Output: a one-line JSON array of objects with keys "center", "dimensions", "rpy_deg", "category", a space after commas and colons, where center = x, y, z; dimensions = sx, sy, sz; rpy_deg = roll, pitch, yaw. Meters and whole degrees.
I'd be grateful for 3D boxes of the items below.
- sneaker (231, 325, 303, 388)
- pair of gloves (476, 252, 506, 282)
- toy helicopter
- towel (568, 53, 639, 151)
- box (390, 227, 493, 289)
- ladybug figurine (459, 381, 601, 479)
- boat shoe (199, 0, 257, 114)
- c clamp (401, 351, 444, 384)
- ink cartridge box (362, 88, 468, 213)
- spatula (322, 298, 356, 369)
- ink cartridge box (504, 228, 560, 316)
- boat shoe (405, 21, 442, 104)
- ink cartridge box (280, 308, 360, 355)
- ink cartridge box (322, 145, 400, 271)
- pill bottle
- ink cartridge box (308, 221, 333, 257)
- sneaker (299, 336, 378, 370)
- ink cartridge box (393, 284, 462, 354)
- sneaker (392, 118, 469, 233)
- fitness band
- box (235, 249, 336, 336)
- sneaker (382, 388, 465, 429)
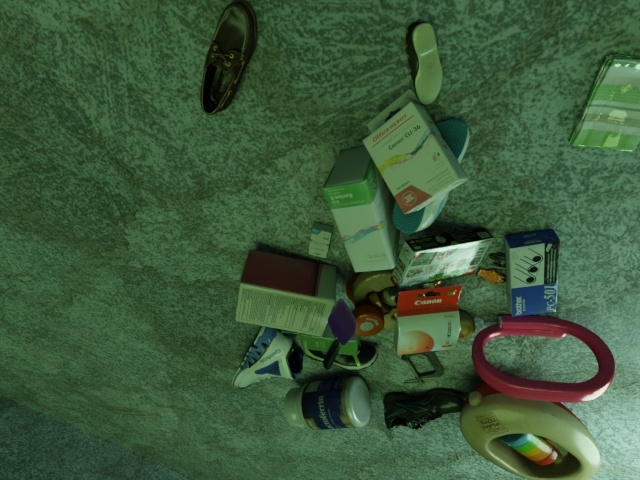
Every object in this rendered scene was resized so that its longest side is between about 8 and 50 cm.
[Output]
[{"center": [-0.158, 0.399, 1.295], "dimensions": [0.182, 0.127, 0.315], "rpy_deg": [27, 129, -3], "category": "sneaker"}, {"center": [0.409, 0.065, 0.934], "dimensions": [0.074, 0.010, 0.083], "rpy_deg": [20, 130, 0], "category": "pair of gloves"}, {"center": [0.248, 0.153, 1.003], "dimensions": [0.355, 0.140, 0.235], "rpy_deg": [25, 122, -18], "category": "toy helicopter"}, {"center": [0.497, -0.221, 0.669], "dimensions": [0.113, 0.023, 0.152], "rpy_deg": [10, 130, 10], "category": "towel"}, {"center": [0.258, 0.039, 0.867], "dimensions": [0.207, 0.036, 0.114], "rpy_deg": [-8, 134, -22], "category": "box"}, {"center": [0.585, 0.534, 1.163], "dimensions": [0.449, 0.162, 0.305], "rpy_deg": [40, 128, -17], "category": "ladybug figurine"}, {"center": [-0.173, -0.326, 0.749], "dimensions": [0.073, 0.073, 0.207], "rpy_deg": [25, 129, -3], "category": "boat shoe"}, {"center": [0.293, 0.381, 1.217], "dimensions": [0.137, 0.022, 0.161], "rpy_deg": [-13, 122, 24], "category": "c clamp"}, {"center": [0.157, -0.162, 0.728], "dimensions": [0.115, 0.067, 0.198], "rpy_deg": [-34, 79, 33], "category": "ink cartridge box"}, {"center": [0.038, 0.257, 1.024], "dimensions": [0.030, 0.084, 0.296], "rpy_deg": [-19, 145, -23], "category": "spatula"}, {"center": [0.465, 0.077, 0.897], "dimensions": [0.097, 0.046, 0.207], "rpy_deg": [-11, 125, 14], "category": "ink cartridge box"}, {"center": [0.174, -0.299, 0.690], "dimensions": [0.049, 0.042, 0.133], "rpy_deg": [-20, 124, -1], "category": "boat shoe"}, {"center": [0.007, 0.247, 1.135], "dimensions": [0.209, 0.109, 0.062], "rpy_deg": [4, 128, 13], "category": "ink cartridge box"}, {"center": [0.094, -0.064, 0.827], "dimensions": [0.093, 0.154, 0.212], "rpy_deg": [-9, 126, 24], "category": "ink cartridge box"}, {"center": [0.020, 0.539, 1.340], "dimensions": [0.264, 0.153, 0.153], "rpy_deg": [-18, 121, 28], "category": "pill bottle"}, {"center": [0.000, 0.000, 0.989], "dimensions": [0.048, 0.028, 0.083], "rpy_deg": [15, 130, 5], "category": "ink cartridge box"}, {"center": [0.050, 0.315, 1.194], "dimensions": [0.234, 0.084, 0.097], "rpy_deg": [2, 127, 15], "category": "sneaker"}, {"center": [0.244, 0.184, 0.917], "dimensions": [0.145, 0.045, 0.179], "rpy_deg": [-5, 131, -2], "category": "ink cartridge box"}, {"center": [0.218, -0.124, 0.792], "dimensions": [0.087, 0.092, 0.229], "rpy_deg": [36, 115, 28], "category": "sneaker"}, {"center": [0.504, 0.266, 0.939], "dimensions": [0.291, 0.209, 0.054], "rpy_deg": [-1, 126, 17], "category": "fitness band"}, {"center": [-0.088, 0.134, 1.037], "dimensions": [0.232, 0.127, 0.149], "rpy_deg": [12, 130, -6], "category": "box"}, {"center": [0.326, 0.545, 1.287], "dimensions": [0.267, 0.106, 0.101], "rpy_deg": [-17, 120, 26], "category": "sneaker"}]
